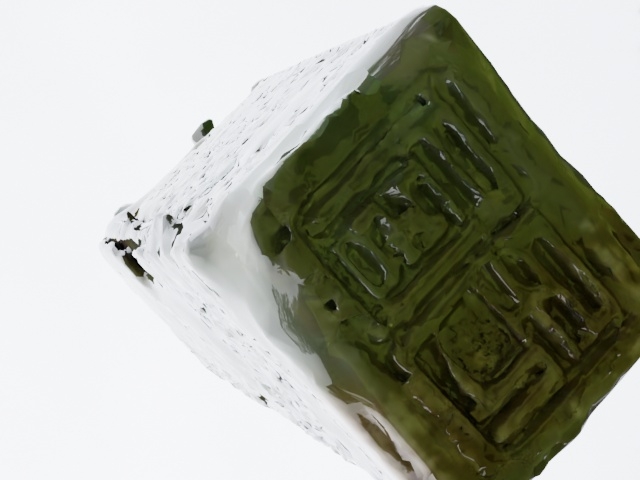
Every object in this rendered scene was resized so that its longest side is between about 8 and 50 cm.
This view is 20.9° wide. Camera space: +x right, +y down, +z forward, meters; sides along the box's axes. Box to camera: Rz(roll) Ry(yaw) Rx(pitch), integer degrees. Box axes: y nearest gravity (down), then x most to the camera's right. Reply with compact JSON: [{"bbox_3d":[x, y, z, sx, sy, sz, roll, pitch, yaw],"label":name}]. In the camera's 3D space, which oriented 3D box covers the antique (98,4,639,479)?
[{"bbox_3d":[0.000,0.000,0.718,0.125,0.284,0.150,-44,-72,-12],"label":"antique"}]
